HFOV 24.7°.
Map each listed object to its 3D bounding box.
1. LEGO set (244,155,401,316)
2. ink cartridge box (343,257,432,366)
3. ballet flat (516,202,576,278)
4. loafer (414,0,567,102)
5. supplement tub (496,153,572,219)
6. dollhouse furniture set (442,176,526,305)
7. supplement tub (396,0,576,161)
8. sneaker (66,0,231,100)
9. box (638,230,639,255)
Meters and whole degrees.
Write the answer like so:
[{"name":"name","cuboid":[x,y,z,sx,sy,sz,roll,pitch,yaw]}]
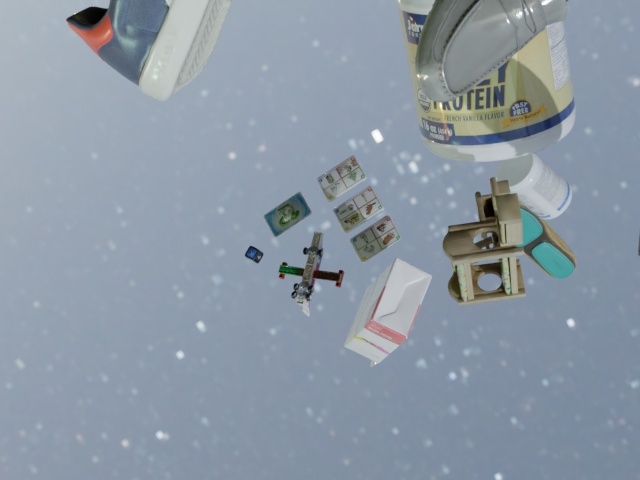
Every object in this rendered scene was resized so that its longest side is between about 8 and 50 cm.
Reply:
[{"name":"LEGO set","cuboid":[0.000,0.000,2.406,0.244,0.060,0.182,-33,-119,8]},{"name":"ink cartridge box","cuboid":[0.098,0.117,2.286,0.115,0.067,0.198,-66,-175,-24]},{"name":"ballet flat","cuboid":[0.372,-0.013,2.597,0.080,0.232,0.073,-32,-141,19]},{"name":"loafer","cuboid":[0.221,-0.276,1.641,0.111,0.112,0.319,18,-119,41]},{"name":"supplement tub","cuboid":[0.321,-0.084,2.185,0.071,0.107,0.071,-27,-134,31]},{"name":"dollhouse furniture set","cuboid":[0.205,-0.033,1.916,0.101,0.182,0.161,-8,-126,4]},{"name":"supplement tub","cuboid":[0.229,-0.292,2.058,0.228,0.316,0.228,-11,-157,5]},{"name":"sneaker","cuboid":[-0.127,-0.301,1.317,0.350,0.148,0.131,-61,175,23]},{"name":"box","cuboid":[0.592,-0.010,2.059,0.232,0.183,0.059,-41,-152,52]}]
